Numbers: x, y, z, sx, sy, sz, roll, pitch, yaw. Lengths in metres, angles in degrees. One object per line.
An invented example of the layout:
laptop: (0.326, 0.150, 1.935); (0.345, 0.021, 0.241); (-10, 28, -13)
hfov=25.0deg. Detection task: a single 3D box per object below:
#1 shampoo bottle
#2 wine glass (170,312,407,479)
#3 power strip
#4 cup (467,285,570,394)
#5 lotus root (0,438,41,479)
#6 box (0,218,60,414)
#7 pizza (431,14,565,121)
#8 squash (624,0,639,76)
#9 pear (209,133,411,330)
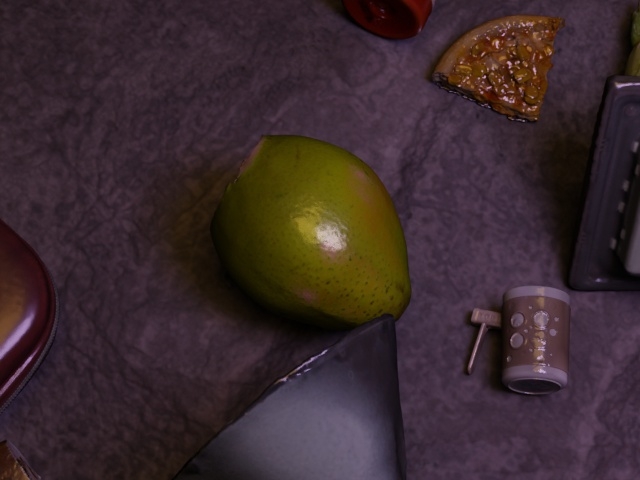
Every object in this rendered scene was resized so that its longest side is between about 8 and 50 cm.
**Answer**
shampoo bottle: (0.122, -0.370, 1.671); (0.104, 0.104, 0.278); (24, 67, 2)
wine glass: (0.081, 0.300, 1.323); (0.267, 0.267, 0.406); (-35, 82, -19)
power strip: (0.400, -0.042, 1.505); (0.251, 0.257, 0.092); (4, 32, -2)
cup: (0.210, 0.104, 1.505); (0.102, 0.074, 0.099); (7, 67, -5)
lotus root: (-0.286, 0.253, 1.356); (0.081, 0.112, 0.122); (-39, 76, -4)
box: (-0.442, 0.125, 1.384); (0.263, 0.108, 0.404); (38, 68, 9)
pizza: (0.214, -0.195, 1.647); (0.178, 0.041, 0.130); (-12, 72, -13)
squash: (0.395, -0.156, 1.613); (0.137, 0.137, 0.287); (13, 65, -3)
pear: (0.000, 0.000, 1.469); (0.220, 0.187, 0.187); (33, 67, -3)
